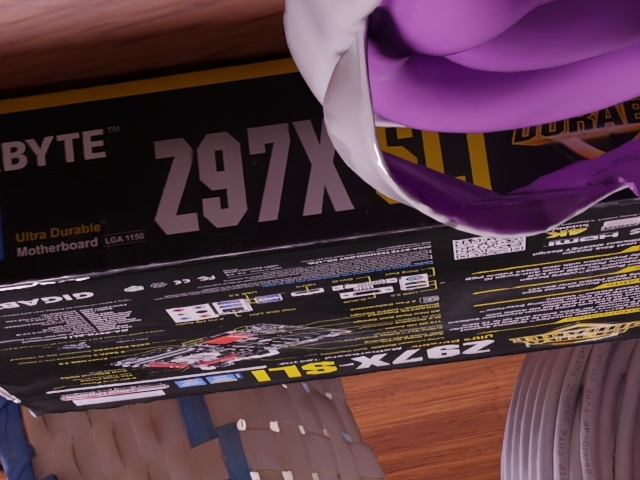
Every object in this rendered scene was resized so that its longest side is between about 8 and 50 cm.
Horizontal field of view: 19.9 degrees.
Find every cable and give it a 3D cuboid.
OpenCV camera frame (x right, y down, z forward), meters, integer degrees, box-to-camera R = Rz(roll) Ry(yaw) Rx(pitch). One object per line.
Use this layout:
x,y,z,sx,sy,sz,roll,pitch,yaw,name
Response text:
0.218,0.132,0.999,0.257,0.257,0.089,-3,170,-31,cable

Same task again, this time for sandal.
0.073,-0.047,0.431,0.169,0.102,0.416,-20,175,9,sandal

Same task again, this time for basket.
-0.123,0.177,1.113,0.289,0.201,0.254,-25,160,23,basket

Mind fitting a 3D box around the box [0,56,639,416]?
0.000,0.000,0.765,0.322,0.079,0.257,-8,166,4,box
